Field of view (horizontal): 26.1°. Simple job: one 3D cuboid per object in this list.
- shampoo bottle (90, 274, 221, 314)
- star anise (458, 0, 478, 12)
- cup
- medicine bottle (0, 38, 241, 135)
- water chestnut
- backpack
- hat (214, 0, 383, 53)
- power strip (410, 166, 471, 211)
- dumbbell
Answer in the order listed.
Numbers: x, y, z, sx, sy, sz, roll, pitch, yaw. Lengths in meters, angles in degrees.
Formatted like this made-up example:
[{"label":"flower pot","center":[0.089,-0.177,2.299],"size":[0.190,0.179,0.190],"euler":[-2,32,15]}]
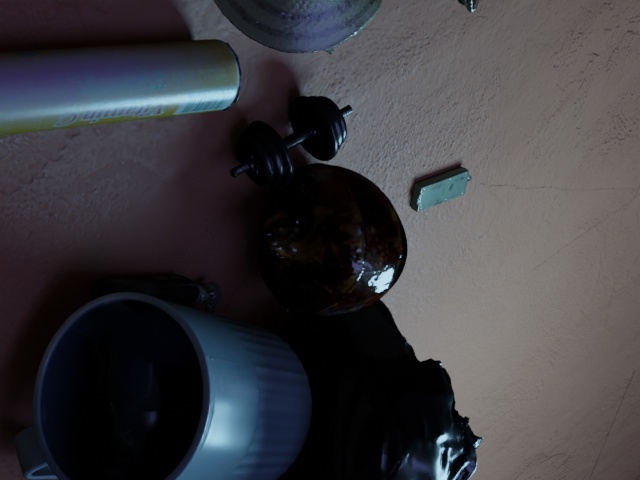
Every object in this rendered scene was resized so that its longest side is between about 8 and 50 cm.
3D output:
[{"label":"shampoo bottle","center":[-0.218,0.079,1.893],"size":[0.208,0.057,0.063],"euler":[0,117,-48]},{"label":"star anise","center":[0.214,-0.433,1.955],"size":[0.214,0.099,0.220],"euler":[-21,139,-19]},{"label":"cup","center":[-0.200,0.242,1.828],"size":[0.331,0.257,0.311],"euler":[-54,154,9]},{"label":"medicine bottle","center":[-0.278,-0.175,1.592],"size":[0.426,0.108,0.108],"euler":[-11,126,-45]},{"label":"water chestnut","center":[0.000,0.000,1.956],"size":[0.238,0.224,0.223],"euler":[-4,121,-39]},{"label":"backpack","center":[0.046,0.265,2.045],"size":[0.255,0.445,0.363],"euler":[21,122,-33]},{"label":"hat","center":[-0.013,-0.350,1.621],"size":[0.252,0.252,0.110],"euler":[-45,-174,-14]},{"label":"power strip","center":[0.200,-0.086,2.269],"size":[0.136,0.019,0.051],"euler":[-22,131,-37]},{"label":"dumbbell","center":[-0.038,-0.137,1.892],"size":[0.208,0.099,0.099],"euler":[-31,138,-27]}]
